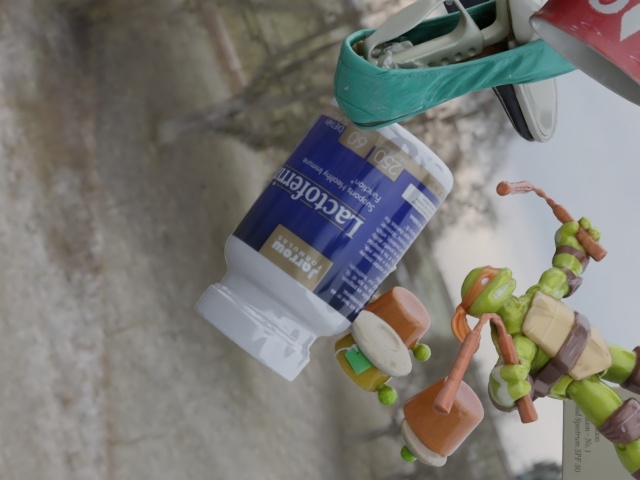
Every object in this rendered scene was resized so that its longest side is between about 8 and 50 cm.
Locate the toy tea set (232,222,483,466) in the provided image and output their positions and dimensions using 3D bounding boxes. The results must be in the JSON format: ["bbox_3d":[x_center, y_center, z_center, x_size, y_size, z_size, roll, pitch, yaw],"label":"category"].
[{"bbox_3d":[0.032,0.105,1.678,0.200,0.124,0.336,14,39,-53],"label":"toy tea set"}]

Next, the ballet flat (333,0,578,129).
[{"bbox_3d":[0.127,-0.160,1.208,0.083,0.247,0.087,-114,-172,-45],"label":"ballet flat"}]

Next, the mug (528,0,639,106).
[{"bbox_3d":[0.229,-0.195,1.057,0.113,0.169,0.150,38,3,40],"label":"mug"}]

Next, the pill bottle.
[{"bbox_3d":[0.000,0.000,1.545,0.153,0.265,0.153,36,-3,2],"label":"pill bottle"}]

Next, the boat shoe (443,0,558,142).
[{"bbox_3d":[0.151,-0.179,1.361,0.075,0.065,0.206,-35,107,-52],"label":"boat shoe"}]

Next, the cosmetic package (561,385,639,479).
[{"bbox_3d":[0.382,0.222,1.423,0.113,0.309,0.160,67,23,-49],"label":"cosmetic package"}]

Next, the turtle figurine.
[{"bbox_3d":[0.169,0.087,1.061,0.217,0.087,0.269,37,36,-3],"label":"turtle figurine"}]
